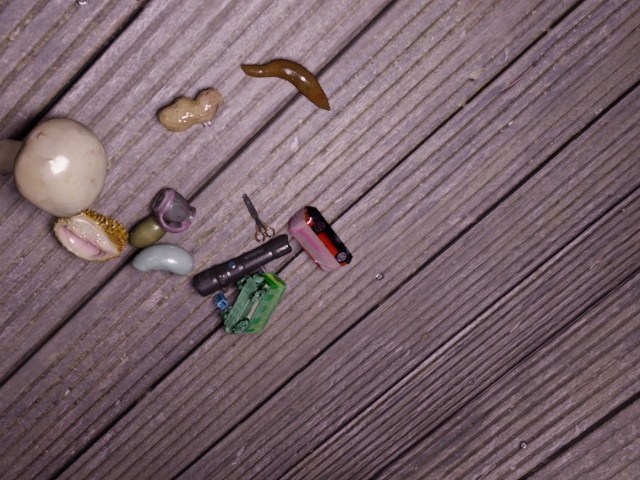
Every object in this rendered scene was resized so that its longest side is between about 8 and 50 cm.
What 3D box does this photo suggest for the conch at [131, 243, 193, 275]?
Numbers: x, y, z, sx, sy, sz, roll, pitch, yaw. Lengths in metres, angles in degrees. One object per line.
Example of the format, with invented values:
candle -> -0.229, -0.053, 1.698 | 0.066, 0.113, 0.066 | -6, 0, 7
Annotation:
conch -> -0.595, 0.073, 1.611 | 0.221, 0.185, 0.120 | 10, 70, -31

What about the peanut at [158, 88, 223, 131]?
peanut -> -0.435, -0.439, 1.436 | 0.228, 0.085, 0.104 | -22, 108, -5

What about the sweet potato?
sweet potato -> -0.098, -0.559, 1.470 | 0.346, 0.079, 0.108 | 19, 122, -19

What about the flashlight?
flashlight -> -0.310, 0.098, 1.719 | 0.424, 0.103, 0.103 | -26, 119, -2

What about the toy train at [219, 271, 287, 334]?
toy train -> -0.281, 0.261, 1.764 | 0.202, 0.120, 0.300 | 5, 119, -54

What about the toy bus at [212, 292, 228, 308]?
toy bus -> -0.418, 0.252, 1.779 | 0.046, 0.083, 0.038 | -41, 118, -6

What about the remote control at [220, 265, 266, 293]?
remote control -> -0.332, 0.157, 1.785 | 0.212, 0.028, 0.059 | -29, 120, 0

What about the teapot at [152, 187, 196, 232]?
teapot -> -0.525, -0.106, 1.547 | 0.116, 0.148, 0.146 | -45, 130, 14

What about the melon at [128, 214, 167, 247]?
melon -> -0.641, -0.030, 1.573 | 0.162, 0.099, 0.099 | -34, 119, 9

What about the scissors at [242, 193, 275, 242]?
scissors -> -0.256, -0.091, 1.691 | 0.088, 0.017, 0.220 | -25, 118, -1

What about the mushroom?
mushroom -> -0.867, -0.237, 1.338 | 0.337, 0.314, 0.314 | 10, 114, 4

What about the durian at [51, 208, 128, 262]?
durian -> -0.813, -0.026, 1.516 | 0.250, 0.137, 0.183 | 28, 137, -15

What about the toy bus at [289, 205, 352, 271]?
toy bus -> 0.000, 0.000, 1.742 | 0.147, 0.127, 0.302 | -32, 121, 8
